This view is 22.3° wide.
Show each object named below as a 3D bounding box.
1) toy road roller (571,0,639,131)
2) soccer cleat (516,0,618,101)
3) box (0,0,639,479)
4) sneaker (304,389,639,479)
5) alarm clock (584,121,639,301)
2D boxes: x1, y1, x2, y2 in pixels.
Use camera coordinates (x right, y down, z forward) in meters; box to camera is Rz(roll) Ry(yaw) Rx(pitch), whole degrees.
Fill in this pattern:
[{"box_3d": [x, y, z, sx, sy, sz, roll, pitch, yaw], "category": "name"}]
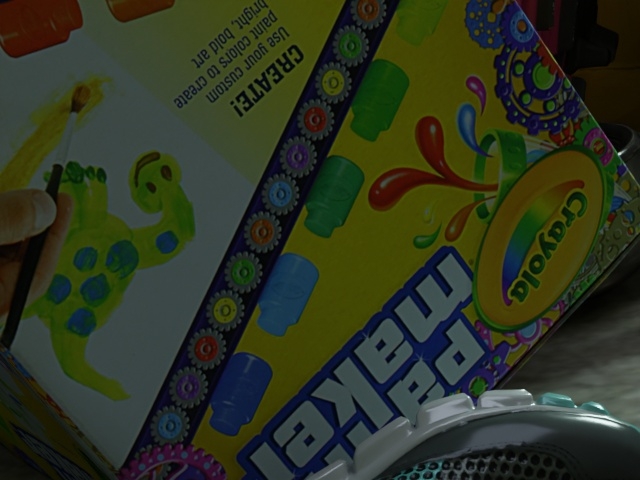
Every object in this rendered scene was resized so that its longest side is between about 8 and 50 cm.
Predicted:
[{"box_3d": [0.238, -0.174, 0.926, 0.241, 0.202, 0.329, -9, 8, -26], "category": "toy road roller"}, {"box_3d": [0.051, -0.104, 0.711, 0.143, 0.116, 0.331, 6, 9, 14], "category": "soccer cleat"}, {"box_3d": [-0.099, -0.063, 0.536, 0.177, 0.279, 0.290, -44, 23, -17], "category": "box"}, {"box_3d": [0.008, 0.090, 0.384, 0.166, 0.065, 0.076, -18, 29, -2], "category": "sneaker"}, {"box_3d": [0.091, -0.009, 0.666, 0.192, 0.064, 0.129, -13, 13, 17], "category": "alarm clock"}]
